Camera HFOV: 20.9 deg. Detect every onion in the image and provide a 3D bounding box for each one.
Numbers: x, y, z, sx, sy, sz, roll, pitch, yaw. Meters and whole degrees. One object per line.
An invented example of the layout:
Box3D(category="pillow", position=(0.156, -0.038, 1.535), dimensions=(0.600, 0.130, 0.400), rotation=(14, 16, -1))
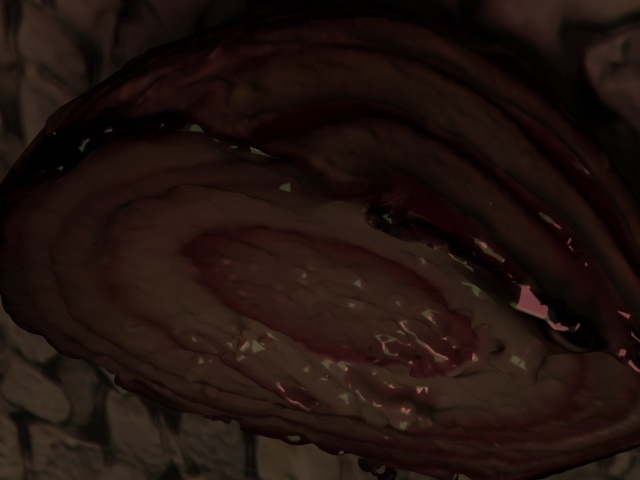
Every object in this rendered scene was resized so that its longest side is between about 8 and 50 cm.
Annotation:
Box3D(category="onion", position=(0.000, 0.000, 0.770), dimensions=(0.314, 0.146, 0.280), rotation=(23, 154, -24))
